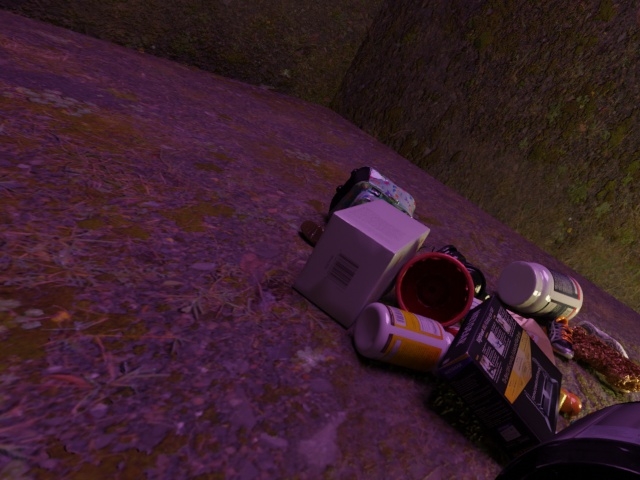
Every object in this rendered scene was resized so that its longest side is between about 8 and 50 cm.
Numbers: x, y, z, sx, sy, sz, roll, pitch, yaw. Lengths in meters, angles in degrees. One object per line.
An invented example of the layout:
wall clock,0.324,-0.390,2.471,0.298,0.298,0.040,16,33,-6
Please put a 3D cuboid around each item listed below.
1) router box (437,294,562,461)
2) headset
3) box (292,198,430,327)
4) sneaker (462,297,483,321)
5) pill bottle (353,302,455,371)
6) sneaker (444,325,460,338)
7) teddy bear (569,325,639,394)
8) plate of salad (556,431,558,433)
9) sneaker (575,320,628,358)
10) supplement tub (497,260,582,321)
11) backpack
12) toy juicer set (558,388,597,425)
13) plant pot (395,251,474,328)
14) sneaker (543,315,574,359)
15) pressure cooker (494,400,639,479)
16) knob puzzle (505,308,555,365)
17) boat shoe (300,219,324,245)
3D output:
router box,0.394,0.282,1.038,0.243,0.081,0.309,51,32,7
headset,0.410,0.123,1.578,0.394,0.185,0.243,37,11,-25
box,0.116,0.039,1.217,0.168,0.214,0.345,35,21,16
sneaker,0.478,0.227,1.375,0.240,0.091,0.126,47,-10,35
pill bottle,0.188,0.215,1.054,0.215,0.117,0.117,20,23,-24
sneaker,0.322,0.276,1.186,0.128,0.086,0.221,17,16,40
teddy bear,0.968,0.411,1.666,0.245,0.113,0.338,24,13,-34
plate of salad,0.484,0.431,1.049,0.200,0.048,0.199,26,21,-11
sneaker,1.086,0.398,1.843,0.115,0.090,0.232,23,23,-27
supplement tub,0.816,0.191,1.812,0.272,0.191,0.191,19,24,-28
backpack,0.177,-0.089,1.583,0.254,0.225,0.191,28,43,-18
toy juicer set,0.672,0.475,1.155,0.209,0.089,0.329,26,9,-48
plant pot,0.295,0.132,1.268,0.191,0.191,0.174,36,2,15
sneaker,0.826,0.329,1.668,0.084,0.083,0.215,31,23,-1
pressure cooker,0.446,0.402,0.619,0.421,0.375,0.370,5,30,-46
knob puzzle,0.509,0.289,1.259,0.213,0.213,0.030,35,-16,13
boat shoe,0.002,-0.001,1.403,0.153,0.048,0.056,36,67,24
